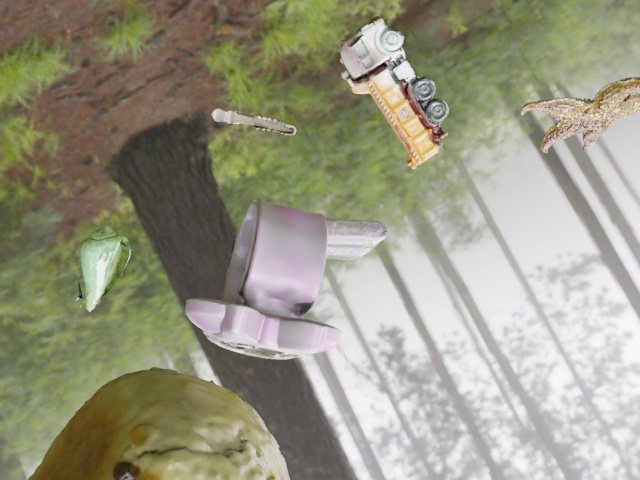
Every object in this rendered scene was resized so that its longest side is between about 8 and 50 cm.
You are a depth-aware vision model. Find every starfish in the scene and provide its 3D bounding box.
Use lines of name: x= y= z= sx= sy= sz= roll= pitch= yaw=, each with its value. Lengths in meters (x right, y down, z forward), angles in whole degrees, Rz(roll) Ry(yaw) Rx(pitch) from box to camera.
starfish: x=0.436 y=-0.201 z=1.433 sx=0.240 sy=0.043 sz=0.227 roll=3 pitch=151 yaw=-11

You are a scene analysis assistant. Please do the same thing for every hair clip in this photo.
hair clip: x=-0.143 y=-0.278 z=2.072 sx=0.225 sy=0.034 sz=0.072 roll=15 pitch=-163 yaw=26

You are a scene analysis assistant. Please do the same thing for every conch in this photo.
conch: x=-0.400 y=0.050 z=1.644 sx=0.105 sy=0.079 sz=0.170 roll=-5 pitch=118 yaw=-44

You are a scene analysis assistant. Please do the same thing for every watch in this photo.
watch: x=-0.076 y=0.048 z=1.241 sx=0.210 sy=0.218 sz=0.248 roll=13 pitch=166 yaw=-12

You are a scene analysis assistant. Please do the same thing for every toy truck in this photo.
toy truck: x=0.137 y=-0.275 z=1.646 sx=0.135 sy=0.271 sz=0.114 roll=-33 pitch=-173 yaw=5

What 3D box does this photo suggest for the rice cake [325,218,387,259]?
rice cake: x=0.000 y=-0.001 z=1.786 sx=0.297 sy=0.050 sz=0.106 roll=1 pitch=149 yaw=-38

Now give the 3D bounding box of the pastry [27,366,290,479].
pastry: x=-0.205 y=0.369 z=1.175 sx=0.388 sy=0.389 sz=0.312 roll=-32 pitch=128 yaw=23
